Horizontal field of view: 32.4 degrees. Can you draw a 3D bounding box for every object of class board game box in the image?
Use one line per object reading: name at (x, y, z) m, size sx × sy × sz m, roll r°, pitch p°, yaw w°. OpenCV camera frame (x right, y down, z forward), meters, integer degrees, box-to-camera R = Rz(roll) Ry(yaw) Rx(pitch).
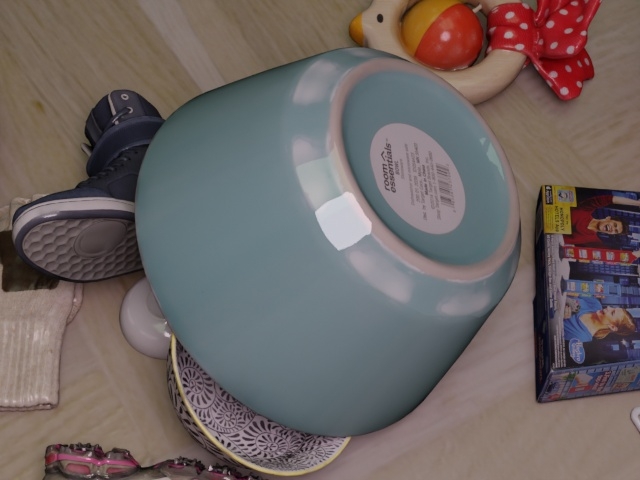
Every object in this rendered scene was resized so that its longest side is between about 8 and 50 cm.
board game box at (0.285, 0.051, 0.953) m, size 0.194 × 0.060 × 0.194 m, roll 6°, pitch 55°, yaw 1°

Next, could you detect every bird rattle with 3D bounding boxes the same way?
bird rattle at (0.148, -0.213, 1.106) m, size 0.207 × 0.143 × 0.253 m, roll -42°, pitch 82°, yaw -14°

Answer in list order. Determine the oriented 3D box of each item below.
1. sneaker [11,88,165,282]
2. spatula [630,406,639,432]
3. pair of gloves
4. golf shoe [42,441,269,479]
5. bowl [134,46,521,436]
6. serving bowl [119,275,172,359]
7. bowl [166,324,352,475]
sneaker at (-0.186, -0.052, 0.926) m, size 0.226 × 0.086 × 0.163 m, roll -2°, pitch 50°, yaw -52°
spatula at (0.365, 0.214, 0.883) m, size 0.168 × 0.019 × 0.242 m, roll -19°, pitch 61°, yaw -15°
pair of gloves at (-0.322, 0.040, 0.922) m, size 0.240 × 0.042 × 0.204 m, roll 5°, pitch 57°, yaw 0°
golf shoe at (-0.119, 0.203, 0.828) m, size 0.186 × 0.067 × 0.086 m, roll 7°, pitch 81°, yaw 2°
bowl at (0.034, -0.023, 0.842) m, size 0.311 × 0.163 × 0.312 m, roll 20°, pitch 54°, yaw -30°
serving bowl at (-0.129, 0.058, 0.935) m, size 0.083 × 0.027 × 0.083 m, roll 3°, pitch 57°, yaw -4°
bowl at (-0.059, 0.111, 0.860) m, size 0.170 × 0.080 × 0.170 m, roll 20°, pitch 54°, yaw -30°
